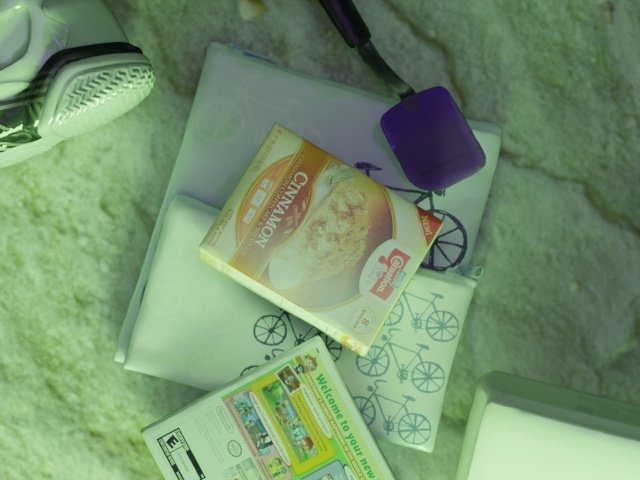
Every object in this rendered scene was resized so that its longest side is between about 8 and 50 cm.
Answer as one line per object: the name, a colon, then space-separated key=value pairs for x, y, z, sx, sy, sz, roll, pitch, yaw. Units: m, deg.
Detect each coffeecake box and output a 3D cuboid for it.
coffeecake box: x=0.000 y=0.000 z=1.863 sx=0.185 sy=0.068 sz=0.142 roll=30 pitch=80 yaw=3

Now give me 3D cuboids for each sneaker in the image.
sneaker: x=-0.359 y=-0.165 z=1.875 sx=0.366 sy=0.137 sz=0.210 roll=-23 pitch=83 yaw=-10

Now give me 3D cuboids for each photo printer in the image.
photo printer: x=0.234 y=0.295 z=1.806 sx=0.256 sy=0.107 sz=0.307 roll=14 pitch=106 yaw=6

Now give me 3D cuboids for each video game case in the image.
video game case: x=-0.036 y=0.227 z=1.869 sx=0.193 sy=0.023 sz=0.212 roll=-28 pitch=91 yaw=0

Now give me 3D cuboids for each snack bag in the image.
snack bag: x=0.000 y=0.002 z=1.915 sx=0.323 sy=0.037 sz=0.342 roll=17 pitch=82 yaw=0

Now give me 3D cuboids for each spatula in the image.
spatula: x=0.053 y=-0.178 z=1.930 sx=0.084 sy=0.030 sz=0.296 roll=-29 pitch=74 yaw=-18
